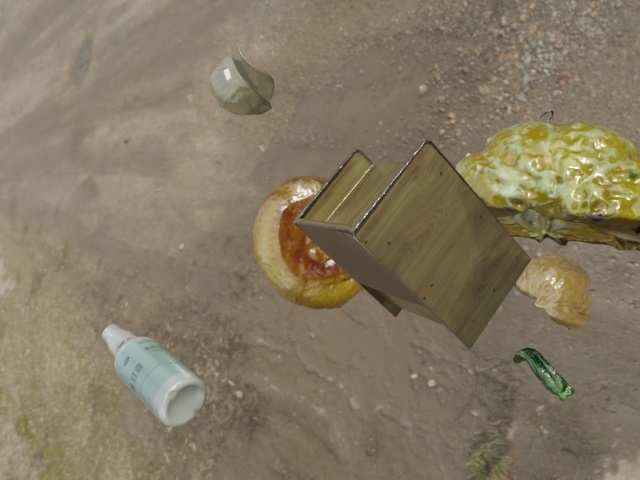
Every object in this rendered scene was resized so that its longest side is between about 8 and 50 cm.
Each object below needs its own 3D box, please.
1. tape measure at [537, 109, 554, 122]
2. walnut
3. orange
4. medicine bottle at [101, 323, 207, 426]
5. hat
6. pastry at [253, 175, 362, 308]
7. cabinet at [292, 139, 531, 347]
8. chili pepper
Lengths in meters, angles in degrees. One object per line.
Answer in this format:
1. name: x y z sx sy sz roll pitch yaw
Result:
1. tape measure: 0.667 -0.281 1.582 0.107 0.104 0.179 17 123 56
2. walnut: 0.621 0.113 1.451 0.141 0.204 0.238 -57 25 23
3. orange: 0.387 -0.093 0.913 0.369 0.271 0.210 8 90 29
4. medicine bottle: -0.390 0.276 1.214 0.352 0.110 0.110 24 98 42
5. hat: -0.196 -0.364 1.261 0.144 0.173 0.166 -40 89 8
6. pastry: 0.000 0.000 1.363 0.164 0.356 0.355 -165 88 -70
7. cabinet: 0.114 -0.003 0.697 0.148 0.215 0.175 -51 22 -12
8. chili pepper: 0.356 0.210 0.890 0.118 0.035 0.055 38 142 50
